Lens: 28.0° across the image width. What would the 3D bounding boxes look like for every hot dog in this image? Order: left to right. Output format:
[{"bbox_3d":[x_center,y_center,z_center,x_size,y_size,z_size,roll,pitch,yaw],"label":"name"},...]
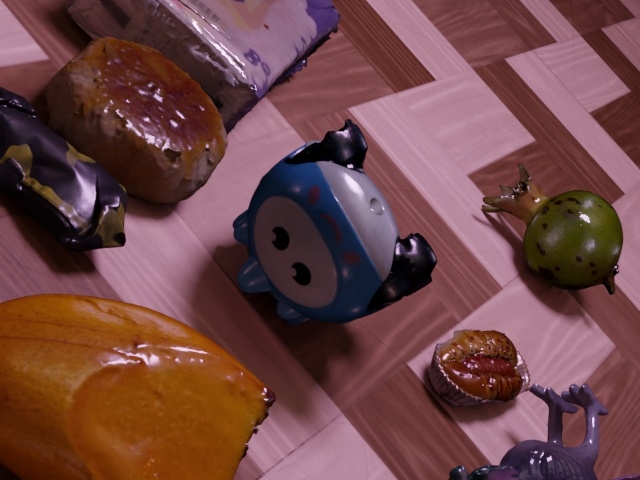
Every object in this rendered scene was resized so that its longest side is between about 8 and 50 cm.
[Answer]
[{"bbox_3d":[0.190,0.151,1.526,0.192,0.053,0.099,-1,49,-55],"label":"hot dog"}]

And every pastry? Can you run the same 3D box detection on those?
[{"bbox_3d":[-0.191,-0.128,1.352,0.192,0.093,0.182,39,32,-13],"label":"pastry"}]

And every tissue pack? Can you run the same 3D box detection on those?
[{"bbox_3d":[-0.132,-0.277,1.582,0.242,0.125,0.344,44,32,-4],"label":"tissue pack"}]

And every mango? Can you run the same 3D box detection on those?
[{"bbox_3d":[-0.182,0.124,1.010,0.257,0.138,0.187,31,50,-17],"label":"mango"}]

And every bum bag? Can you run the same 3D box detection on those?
[{"bbox_3d":[-0.271,-0.074,1.216,0.232,0.060,0.107,42,38,-2],"label":"bum bag"}]

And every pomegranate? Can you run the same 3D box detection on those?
[{"bbox_3d":[0.333,-0.011,1.847,0.220,0.156,0.156,20,23,20],"label":"pomegranate"}]

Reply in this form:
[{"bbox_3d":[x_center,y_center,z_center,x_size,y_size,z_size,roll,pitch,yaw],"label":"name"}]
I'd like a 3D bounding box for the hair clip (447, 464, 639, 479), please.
[{"bbox_3d":[0.273,0.304,1.363,0.358,0.095,0.110,17,51,-41],"label":"hair clip"}]

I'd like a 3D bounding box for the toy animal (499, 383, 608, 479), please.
[{"bbox_3d":[0.282,0.264,1.460,0.367,0.081,0.206,20,60,-35],"label":"toy animal"}]

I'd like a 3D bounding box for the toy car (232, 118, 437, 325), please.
[{"bbox_3d":[0.000,0.000,1.328,0.188,0.190,0.255,60,0,-1],"label":"toy car"}]
